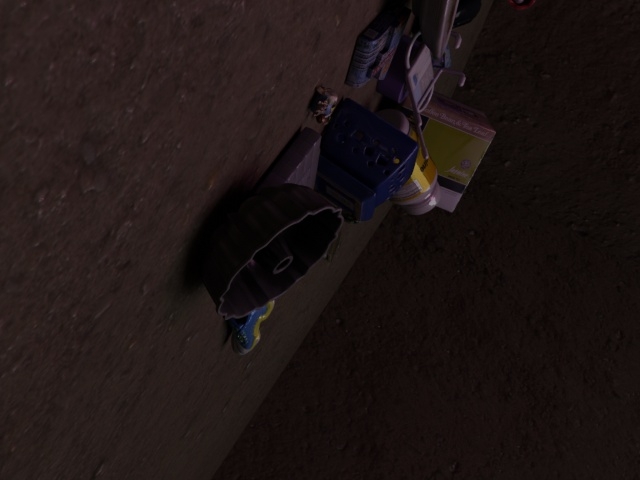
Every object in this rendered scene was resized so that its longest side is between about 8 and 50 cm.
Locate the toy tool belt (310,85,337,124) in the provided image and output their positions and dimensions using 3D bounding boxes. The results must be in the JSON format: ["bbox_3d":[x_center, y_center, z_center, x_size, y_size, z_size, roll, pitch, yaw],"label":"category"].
[{"bbox_3d":[-0.002,-0.300,1.517,0.051,0.052,0.083,0,121,-43],"label":"toy tool belt"}]

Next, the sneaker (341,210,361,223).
[{"bbox_3d":[0.145,-0.121,2.552,0.146,0.134,0.343,-61,171,5],"label":"sneaker"}]

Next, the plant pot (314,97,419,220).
[{"bbox_3d":[0.101,-0.196,1.811,0.212,0.236,0.236,-53,170,-12],"label":"plant pot"}]

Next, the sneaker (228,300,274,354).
[{"bbox_3d":[-0.220,0.233,1.890,0.126,0.091,0.240,-15,138,-51],"label":"sneaker"}]

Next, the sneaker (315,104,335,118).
[{"bbox_3d":[0.011,-0.297,1.612,0.083,0.031,0.035,-49,166,-51],"label":"sneaker"}]

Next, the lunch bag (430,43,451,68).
[{"bbox_3d":[0.402,-0.674,2.381,0.129,0.096,0.151,-40,129,-65],"label":"lunch bag"}]

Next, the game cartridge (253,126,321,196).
[{"bbox_3d":[-0.088,-0.090,1.640,0.230,0.068,0.355,-60,171,-28],"label":"game cartridge"}]

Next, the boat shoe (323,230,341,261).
[{"bbox_3d":[0.000,0.000,2.236,0.302,0.103,0.113,56,51,-79],"label":"boat shoe"}]

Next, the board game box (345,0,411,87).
[{"bbox_3d":[0.139,-0.463,1.708,0.194,0.060,0.194,-54,168,-36],"label":"board game box"}]

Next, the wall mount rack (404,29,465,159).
[{"bbox_3d":[0.311,-0.426,1.974,0.304,0.130,0.350,-60,157,-11],"label":"wall mount rack"}]

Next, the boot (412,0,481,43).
[{"bbox_3d":[0.400,-0.703,2.038,0.207,0.094,0.246,-32,171,-23],"label":"boot"}]

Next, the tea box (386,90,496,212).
[{"bbox_3d":[0.364,-0.327,2.340,0.220,0.328,0.324,-87,-160,-61],"label":"tea box"}]

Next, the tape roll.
[{"bbox_3d":[0.249,-0.518,2.071,0.189,0.080,0.189,-57,170,-16],"label":"tape roll"}]

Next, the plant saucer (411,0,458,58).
[{"bbox_3d":[0.298,-0.658,1.688,0.400,0.100,0.401,14,90,-80],"label":"plant saucer"}]

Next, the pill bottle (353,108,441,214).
[{"bbox_3d":[0.250,-0.234,2.134,0.188,0.187,0.334,-57,133,-18],"label":"pill bottle"}]

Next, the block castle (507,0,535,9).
[{"bbox_3d":[0.544,-0.890,1.852,0.213,0.302,0.453,-59,173,-48],"label":"block castle"}]

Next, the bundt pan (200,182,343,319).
[{"bbox_3d":[-0.114,0.008,1.406,0.330,0.124,0.331,-37,162,-14],"label":"bundt pan"}]
